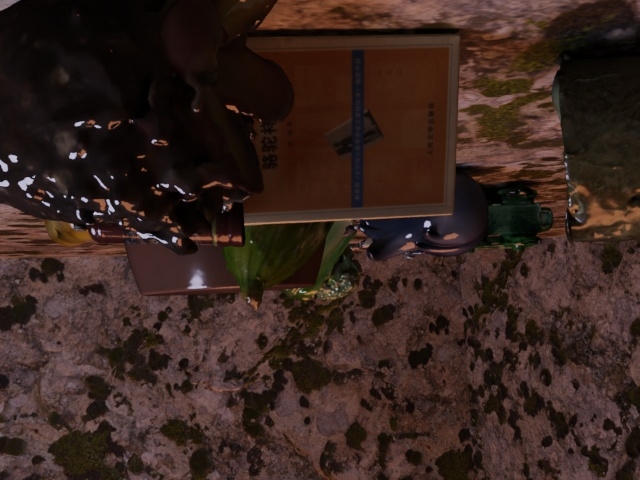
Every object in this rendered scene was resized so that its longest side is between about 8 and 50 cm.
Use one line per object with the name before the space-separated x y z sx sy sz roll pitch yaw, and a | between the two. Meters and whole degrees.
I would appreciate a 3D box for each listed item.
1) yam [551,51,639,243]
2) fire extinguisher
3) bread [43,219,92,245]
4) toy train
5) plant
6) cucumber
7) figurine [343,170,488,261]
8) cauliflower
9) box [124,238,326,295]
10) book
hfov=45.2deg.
yam | 0.379 -0.098 0.749 0.300 0.195 0.195 -3 175 11
fire extinguisher | -0.144 -0.017 0.664 0.158 0.043 0.064 2 172 0
bread | -0.303 -0.066 0.973 0.091 0.142 0.305 -3 179 -23
toy train | 0.367 -0.046 1.692 0.266 0.145 0.202 -3 179 -4
plant | -0.126 -0.091 0.561 0.234 0.204 0.178 2 180 13
cucumber | -0.036 -0.039 0.782 0.134 0.244 0.134 14 148 9
figurine | 0.179 -0.045 1.438 0.265 0.175 0.197 -11 171 -4
cauliflower | 0.000 0.000 1.693 0.315 0.256 0.239 -48 158 27
box | -0.135 -0.034 1.058 0.301 0.216 0.301 -2 176 0
book | 0.006 -0.098 0.689 0.241 0.170 0.018 -4 -161 -7
